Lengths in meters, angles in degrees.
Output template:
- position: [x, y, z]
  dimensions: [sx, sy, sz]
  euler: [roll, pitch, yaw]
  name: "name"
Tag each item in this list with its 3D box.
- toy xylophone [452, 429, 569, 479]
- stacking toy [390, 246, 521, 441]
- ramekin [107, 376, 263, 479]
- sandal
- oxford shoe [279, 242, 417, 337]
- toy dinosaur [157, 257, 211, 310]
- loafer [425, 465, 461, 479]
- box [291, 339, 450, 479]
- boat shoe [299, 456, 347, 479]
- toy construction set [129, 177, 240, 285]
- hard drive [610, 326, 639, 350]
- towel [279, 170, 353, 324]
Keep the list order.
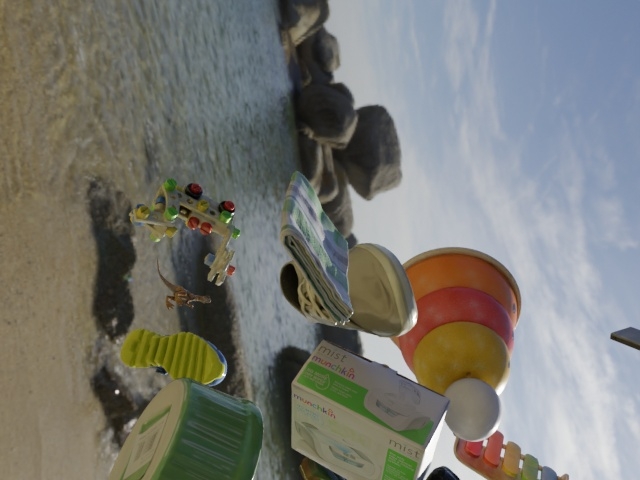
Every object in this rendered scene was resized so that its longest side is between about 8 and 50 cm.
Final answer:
- position: [0.491, 0.573, 1.593]
  dimensions: [0.081, 0.322, 0.236]
  euler: [-66, 171, 17]
  name: "toy xylophone"
- position: [0.310, 0.264, 1.345]
  dimensions: [0.480, 0.350, 0.351]
  euler: [-80, 163, -61]
  name: "stacking toy"
- position: [-0.245, 0.388, 1.038]
  dimensions: [0.148, 0.303, 0.303]
  euler: [34, 23, -19]
  name: "ramekin"
- position: [-0.352, 0.297, 1.525]
  dimensions: [0.138, 0.317, 0.126]
  euler: [38, 66, -52]
  name: "sandal"
- position: [0.034, 0.093, 1.072]
  dimensions: [0.449, 0.130, 0.169]
  euler: [-178, -107, -70]
  name: "oxford shoe"
- position: [-0.447, 0.159, 1.872]
  dimensions: [0.064, 0.211, 0.112]
  euler: [-49, -165, 29]
  name: "toy dinosaur"
- position: [0.290, 0.546, 1.175]
  dimensions: [0.078, 0.076, 0.223]
  euler: [-10, 62, -54]
  name: "loafer"
- position: [0.086, 0.345, 1.133]
  dimensions: [0.127, 0.262, 0.231]
  euler: [-49, 153, -40]
  name: "box"
- position: [0.057, 0.618, 1.432]
  dimensions: [0.324, 0.120, 0.122]
  euler: [44, 6, -31]
  name: "boat shoe"
- position: [-0.336, -0.036, 1.606]
  dimensions: [0.327, 0.151, 0.215]
  euler: [41, 34, -26]
  name: "toy construction set"
- position: [0.869, 0.272, 1.618]
  dimensions: [0.135, 0.094, 0.022]
  euler: [24, -63, 57]
  name: "hard drive"
- position: [0.000, 0.000, 0.602]
  dimensions: [0.113, 0.023, 0.152]
  euler: [58, 16, -23]
  name: "towel"
